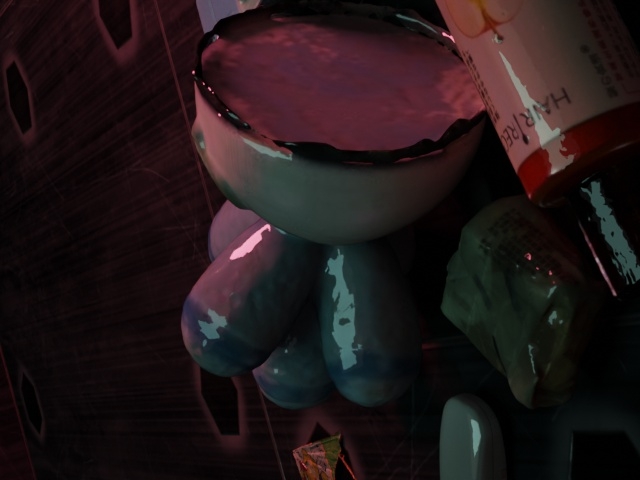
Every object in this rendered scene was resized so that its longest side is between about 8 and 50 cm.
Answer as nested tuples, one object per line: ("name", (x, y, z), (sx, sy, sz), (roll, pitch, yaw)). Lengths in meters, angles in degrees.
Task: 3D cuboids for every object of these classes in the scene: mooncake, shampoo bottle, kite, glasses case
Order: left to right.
("kite", (0.030, 0.293, 1.421), (0.244, 0.006, 0.198), (44, 140, 47))
("glasses case", (0.131, 0.209, 1.137), (0.063, 0.041, 0.164), (30, 130, 57))
("mooncake", (0.156, 0.042, 0.966), (0.125, 0.073, 0.130), (52, 148, 36))
("shampoo bottle", (0.160, -0.095, 0.853), (0.278, 0.104, 0.104), (67, 153, 16))

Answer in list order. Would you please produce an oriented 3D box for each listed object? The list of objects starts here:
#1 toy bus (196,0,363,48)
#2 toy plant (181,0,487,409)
("toy bus", (-0.048, -0.303, 1.125), (0.165, 0.133, 0.271), (-24, 79, 59))
("toy plant", (0.000, 0.000, 1.072), (0.247, 0.247, 0.332), (49, 142, 42))
